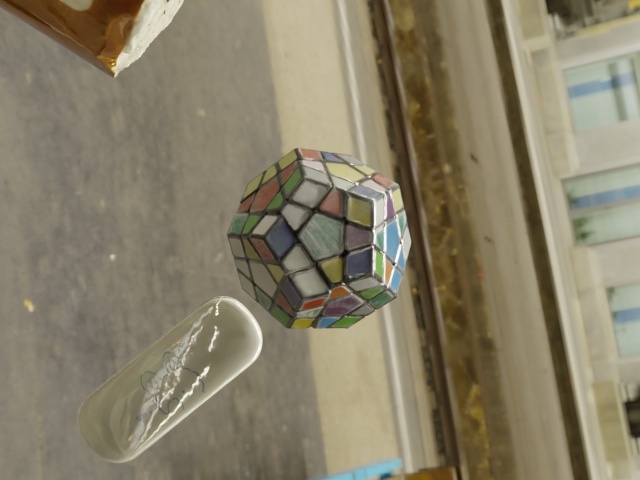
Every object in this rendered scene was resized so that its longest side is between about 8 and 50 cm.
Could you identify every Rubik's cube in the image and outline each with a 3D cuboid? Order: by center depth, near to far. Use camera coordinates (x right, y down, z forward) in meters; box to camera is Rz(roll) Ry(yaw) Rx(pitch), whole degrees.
[{"bbox_3d":[0.000,0.000,0.564,0.093,0.111,0.111,-33,115,-31],"label":"Rubik's cube"}]

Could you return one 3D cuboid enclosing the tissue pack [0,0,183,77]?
[{"bbox_3d":[-0.152,-0.210,0.464,0.226,0.183,0.092,31,43,-8],"label":"tissue pack"}]

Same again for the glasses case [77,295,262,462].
[{"bbox_3d":[-0.170,0.157,1.080,0.092,0.233,0.059,52,-2,4],"label":"glasses case"}]
